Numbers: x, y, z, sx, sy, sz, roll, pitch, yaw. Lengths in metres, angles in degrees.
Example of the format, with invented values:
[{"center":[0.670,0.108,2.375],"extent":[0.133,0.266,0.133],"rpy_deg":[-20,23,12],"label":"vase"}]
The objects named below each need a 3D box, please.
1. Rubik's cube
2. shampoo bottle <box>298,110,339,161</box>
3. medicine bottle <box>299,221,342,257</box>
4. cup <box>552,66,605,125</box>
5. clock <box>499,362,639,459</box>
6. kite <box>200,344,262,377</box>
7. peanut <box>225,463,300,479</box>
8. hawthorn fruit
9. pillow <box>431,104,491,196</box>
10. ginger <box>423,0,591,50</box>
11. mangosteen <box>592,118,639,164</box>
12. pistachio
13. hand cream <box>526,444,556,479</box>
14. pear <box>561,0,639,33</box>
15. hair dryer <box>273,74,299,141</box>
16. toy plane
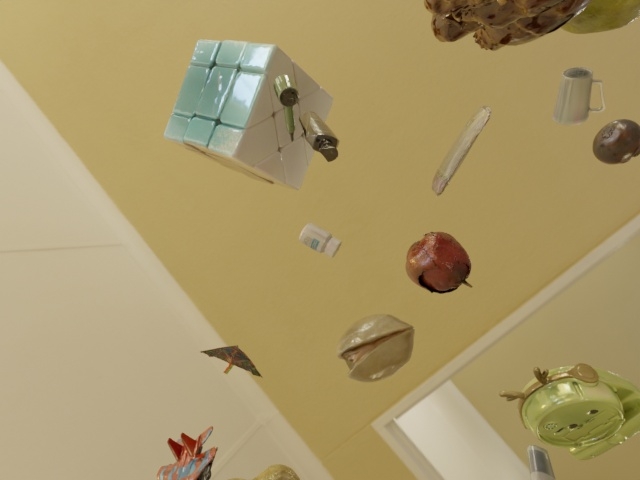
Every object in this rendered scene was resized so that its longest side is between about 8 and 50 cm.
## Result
[{"center":[-0.206,-0.365,1.369],"extent":[0.316,0.321,0.319],"rpy_deg":[22,-179,33],"label":"Rubik's cube"},{"center":[-0.002,-0.145,0.638],"extent":[0.048,0.027,0.137],"rpy_deg":[7,-149,-20],"label":"shampoo bottle"},{"center":[0.000,0.000,1.046],"extent":[0.089,0.052,0.052],"rpy_deg":[30,-169,9],"label":"medicine bottle"},{"center":[0.587,-0.322,1.040],"extent":[0.074,0.104,0.116],"rpy_deg":[-57,-33,-39],"label":"cup"},{"center":[0.581,0.392,1.081],"extent":[0.308,0.235,0.096],"rpy_deg":[25,-146,-14],"label":"clock"},{"center":[-0.240,0.327,1.252],"extent":[0.190,0.159,0.010],"rpy_deg":[22,-136,1],"label":"kite"},{"center":[-0.106,0.413,0.741],"extent":[0.187,0.082,0.082],"rpy_deg":[0,-137,-38],"label":"peanut"},{"center":[0.291,0.062,1.109],"extent":[0.172,0.148,0.148],"rpy_deg":[41,-170,20],"label":"hawthorn fruit"},{"center":[0.330,-0.212,1.094],"extent":[0.038,0.232,0.130],"rpy_deg":[28,-160,-2],"label":"pillow"},{"center":[0.307,-0.395,0.717],"extent":[0.152,0.274,0.357],"rpy_deg":[64,-160,1],"label":"ginger"},{"center":[0.853,-0.273,1.311],"extent":[0.140,0.140,0.140],"rpy_deg":[44,-167,-13],"label":"mangosteen"},{"center":[0.104,0.201,0.869],"extent":[0.185,0.124,0.124],"rpy_deg":[-13,-121,-52],"label":"pistachio"},{"center":[0.523,0.586,1.075],"extent":[0.080,0.048,0.255],"rpy_deg":[15,-159,10],"label":"hand cream"},{"center":[0.540,-0.625,0.916],"extent":[0.352,0.352,0.413],"rpy_deg":[-116,0,-52],"label":"pear"},{"center":[-0.071,-0.281,1.018],"extent":[0.071,0.048,0.150],"rpy_deg":[-106,10,-46],"label":"hair dryer"},{"center":[-0.205,0.374,0.679],"extent":[0.061,0.130,0.189],"rpy_deg":[44,-152,-37],"label":"toy plane"}]
